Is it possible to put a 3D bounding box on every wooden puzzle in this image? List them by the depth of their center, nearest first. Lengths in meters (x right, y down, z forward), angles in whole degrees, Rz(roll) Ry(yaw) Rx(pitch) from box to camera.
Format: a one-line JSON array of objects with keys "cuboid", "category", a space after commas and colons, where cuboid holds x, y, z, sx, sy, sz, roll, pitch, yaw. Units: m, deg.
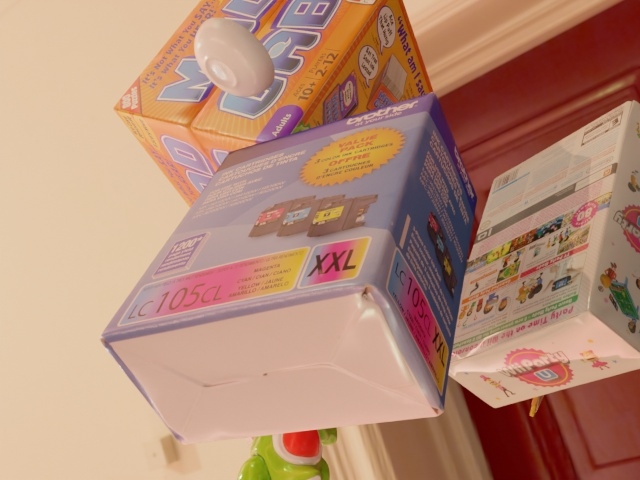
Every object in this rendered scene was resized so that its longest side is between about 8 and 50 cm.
[{"cuboid": [0.334, 0.218, 1.195, 0.116, 0.014, 0.078, -16, -63, -63], "category": "wooden puzzle"}]

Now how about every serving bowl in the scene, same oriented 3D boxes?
[{"cuboid": [-0.084, -0.162, 0.721, 0.083, 0.083, 0.027, 49, -120, -24], "category": "serving bowl"}]

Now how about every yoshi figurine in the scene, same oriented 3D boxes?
[{"cuboid": [-0.071, 0.276, 1.212, 0.203, 0.203, 0.362, 26, -111, -74], "category": "yoshi figurine"}]

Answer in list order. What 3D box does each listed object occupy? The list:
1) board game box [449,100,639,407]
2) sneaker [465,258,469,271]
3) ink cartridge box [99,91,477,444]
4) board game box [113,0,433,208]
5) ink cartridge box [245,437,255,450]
[{"cuboid": [0.270, 0.016, 0.881, 0.097, 0.224, 0.303, 37, -126, -14], "category": "board game box"}, {"cuboid": [0.174, 0.146, 1.301, 0.130, 0.286, 0.109, 32, -162, 14], "category": "sneaker"}, {"cuboid": [0.000, 0.000, 0.797, 0.151, 0.270, 0.395, 64, -152, -26], "category": "ink cartridge box"}, {"cuboid": [-0.050, -0.209, 1.366, 0.356, 0.356, 0.356, -58, -36, -22], "category": "board game box"}, {"cuboid": [-0.062, 0.442, 1.456, 0.067, 0.115, 0.198, -20, -103, -24], "category": "ink cartridge box"}]
